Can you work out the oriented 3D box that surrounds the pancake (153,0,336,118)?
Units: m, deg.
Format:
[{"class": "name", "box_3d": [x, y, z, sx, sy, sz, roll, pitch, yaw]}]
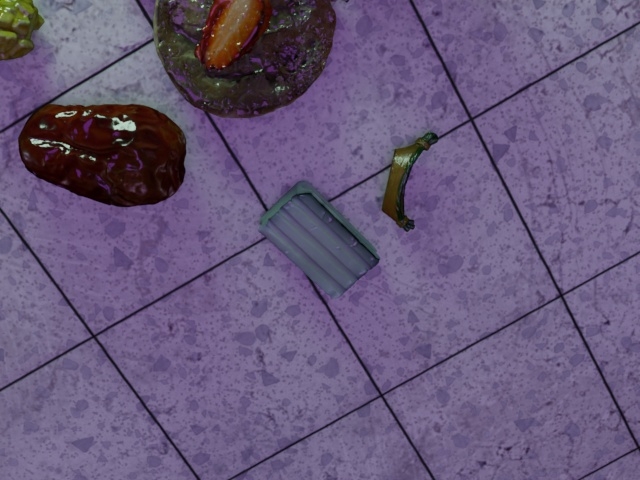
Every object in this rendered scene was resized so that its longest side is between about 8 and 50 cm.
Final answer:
[{"class": "pancake", "box_3d": [-0.158, -0.440, 1.850, 0.386, 0.082, 0.387, -3, 105, -12]}]

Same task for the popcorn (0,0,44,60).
[{"class": "popcorn", "box_3d": [-0.634, -0.434, 1.769, 0.173, 0.173, 0.142, -14, 117, -1]}]

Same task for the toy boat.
[{"class": "toy boat", "box_3d": [0.194, -0.135, 1.984, 0.088, 0.089, 0.230, 13, 103, 4]}]

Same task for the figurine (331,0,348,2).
[{"class": "figurine", "box_3d": [0.005, -0.515, 1.803, 0.129, 0.072, 0.054, 20, 108, -36]}]

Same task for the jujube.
[{"class": "jujube", "box_3d": [-0.453, -0.190, 1.853, 0.342, 0.216, 0.216, 9, 107, 4]}]

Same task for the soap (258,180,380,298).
[{"class": "soap", "box_3d": [0.000, 0.000, 2.012, 0.150, 0.094, 0.261, -42, 109, 13]}]

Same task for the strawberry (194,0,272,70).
[{"class": "strawberry", "box_3d": [-0.175, -0.423, 1.774, 0.121, 0.082, 0.188, 40, 104, 6]}]
